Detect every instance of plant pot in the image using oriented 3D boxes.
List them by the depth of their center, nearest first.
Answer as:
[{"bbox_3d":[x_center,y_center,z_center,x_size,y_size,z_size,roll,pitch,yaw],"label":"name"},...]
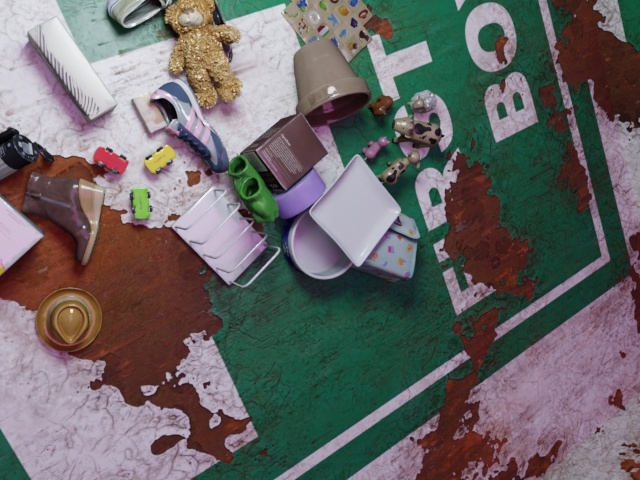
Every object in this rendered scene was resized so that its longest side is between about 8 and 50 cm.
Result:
[{"bbox_3d":[0.012,-0.535,1.871,0.263,0.263,0.229,-20,85,-24],"label":"plant pot"}]

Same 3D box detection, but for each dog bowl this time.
[{"bbox_3d":[0.000,0.000,1.966,0.265,0.104,0.264,-2,95,-25],"label":"dog bowl"}]

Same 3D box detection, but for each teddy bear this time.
[{"bbox_3d":[-0.358,-0.572,1.701,0.245,0.113,0.337,6,111,15],"label":"teddy bear"}]

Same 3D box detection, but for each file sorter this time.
[{"bbox_3d":[-0.296,-0.010,1.783,0.193,0.173,0.277,-47,112,-16],"label":"file sorter"}]

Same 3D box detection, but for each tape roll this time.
[{"bbox_3d":[-0.080,-0.161,1.868,0.189,0.189,0.080,-44,111,-17],"label":"tape roll"}]

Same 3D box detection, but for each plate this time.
[{"bbox_3d":[0.116,-0.099,1.890,0.278,0.045,0.277,47,68,-25],"label":"plate"}]

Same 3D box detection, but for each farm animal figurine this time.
[{"bbox_3d":[0.319,-0.381,2.057,0.327,0.172,0.330,-12,100,-25],"label":"farm animal figurine"}]

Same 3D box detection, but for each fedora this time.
[{"bbox_3d":[-0.734,0.238,1.636,0.194,0.079,0.194,-3,96,-26],"label":"fedora"}]

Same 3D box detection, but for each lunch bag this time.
[{"bbox_3d":[0.239,-0.002,2.063,0.223,0.160,0.262,21,72,-22],"label":"lunch bag"}]

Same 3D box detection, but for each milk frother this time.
[{"bbox_3d":[-0.836,-0.222,1.543,0.135,0.129,0.143,-25,141,12],"label":"milk frother"}]

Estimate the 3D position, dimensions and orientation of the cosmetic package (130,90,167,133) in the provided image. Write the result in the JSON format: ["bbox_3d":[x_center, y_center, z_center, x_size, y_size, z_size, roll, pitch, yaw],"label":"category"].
[{"bbox_3d":[-0.524,-0.391,1.708,0.060,0.041,0.115,-33,108,-20],"label":"cosmetic package"}]

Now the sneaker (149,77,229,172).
[{"bbox_3d":[-0.407,-0.331,1.722,0.131,0.112,0.319,-41,105,-39],"label":"sneaker"}]

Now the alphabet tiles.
[{"bbox_3d":[0.028,-0.796,1.968,0.285,0.011,0.342,-49,113,-15],"label":"alphabet tiles"}]

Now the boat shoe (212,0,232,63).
[{"bbox_3d":[-0.336,-0.670,1.763,0.081,0.069,0.227,-30,107,-21],"label":"boat shoe"}]

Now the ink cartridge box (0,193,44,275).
[{"bbox_3d":[-0.890,0.008,1.487,0.232,0.171,0.168,-47,112,-15],"label":"ink cartridge box"}]

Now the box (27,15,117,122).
[{"bbox_3d":[-0.697,-0.475,1.577,0.094,0.113,0.275,-38,108,-18],"label":"box"}]

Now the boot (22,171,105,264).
[{"bbox_3d":[-0.748,-0.063,1.618,0.207,0.090,0.248,10,91,-15],"label":"boot"}]

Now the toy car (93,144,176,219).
[{"bbox_3d":[-0.559,-0.177,1.704,0.239,0.053,0.224,-7,98,-25],"label":"toy car"}]

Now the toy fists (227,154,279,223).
[{"bbox_3d":[-0.212,-0.152,1.762,0.096,0.279,0.142,-37,131,1],"label":"toy fists"}]

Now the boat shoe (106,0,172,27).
[{"bbox_3d":[-0.478,-0.724,1.645,0.302,0.109,0.094,-36,72,-5],"label":"boat shoe"}]

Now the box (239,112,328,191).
[{"bbox_3d":[-0.122,-0.288,1.847,0.203,0.168,0.167,-43,111,-17],"label":"box"}]
